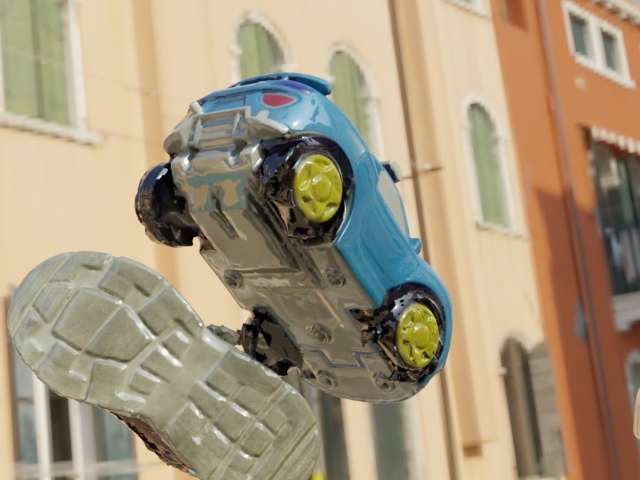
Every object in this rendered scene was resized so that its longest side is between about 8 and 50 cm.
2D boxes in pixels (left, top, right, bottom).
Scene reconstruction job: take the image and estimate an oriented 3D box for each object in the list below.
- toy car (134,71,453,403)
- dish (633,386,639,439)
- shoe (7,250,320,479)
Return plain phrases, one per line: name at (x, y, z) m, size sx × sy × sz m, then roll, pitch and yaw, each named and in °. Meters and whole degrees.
toy car at (0.000, 0.000, 1.133) m, size 0.198 × 0.166 × 0.314 m, roll -4°, pitch -51°, yaw 47°
dish at (0.374, 0.082, 1.029) m, size 0.273 × 0.134 × 0.273 m, roll -4°, pitch -2°, yaw 0°
shoe at (-0.100, 0.091, 0.908) m, size 0.227 × 0.099 × 0.125 m, roll 36°, pitch -6°, yaw 5°
